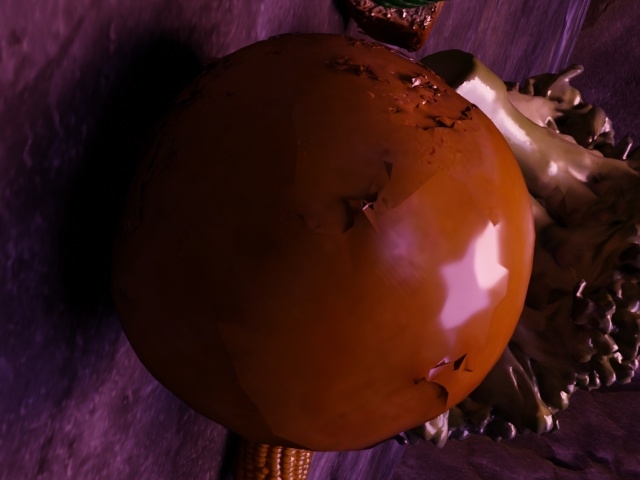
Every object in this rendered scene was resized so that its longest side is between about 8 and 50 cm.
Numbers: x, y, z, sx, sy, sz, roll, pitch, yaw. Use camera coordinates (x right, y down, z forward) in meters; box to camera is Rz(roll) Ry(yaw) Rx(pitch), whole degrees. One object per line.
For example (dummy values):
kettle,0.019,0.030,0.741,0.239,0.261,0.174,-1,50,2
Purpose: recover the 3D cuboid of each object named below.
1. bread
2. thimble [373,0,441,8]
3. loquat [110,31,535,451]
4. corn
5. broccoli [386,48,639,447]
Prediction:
bread,0.061,-0.199,0.831,0.070,0.077,0.083,92,20,-84
thimble,0.076,-0.222,0.730,0.130,0.090,0.118,-13,97,-45
loquat,0.000,0.000,0.587,0.235,0.235,0.235,-60,164,-29
corn,-0.033,0.158,1.007,0.080,0.080,0.231,-46,155,-56
broccoli,0.112,-0.014,0.826,0.334,0.272,0.324,-26,-166,-1
